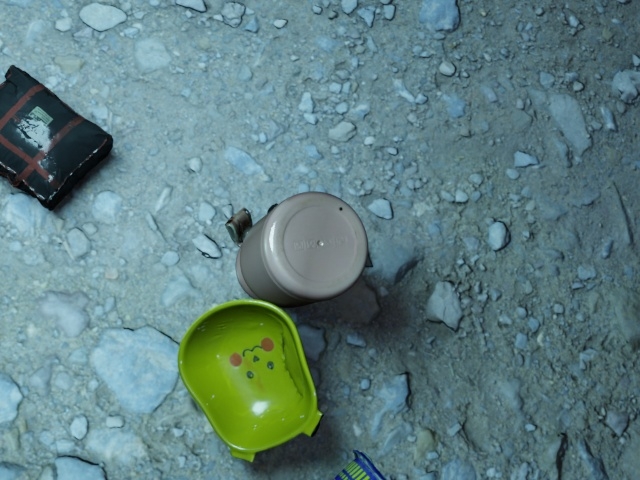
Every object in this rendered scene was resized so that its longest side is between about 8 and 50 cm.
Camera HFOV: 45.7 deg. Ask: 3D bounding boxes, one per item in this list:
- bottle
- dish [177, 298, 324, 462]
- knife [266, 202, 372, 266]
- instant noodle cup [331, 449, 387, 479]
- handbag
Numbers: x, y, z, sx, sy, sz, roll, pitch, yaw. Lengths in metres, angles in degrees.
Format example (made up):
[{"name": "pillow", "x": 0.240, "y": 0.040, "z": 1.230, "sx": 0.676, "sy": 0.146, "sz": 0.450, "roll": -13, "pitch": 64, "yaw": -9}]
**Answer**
[{"name": "bottle", "x": -0.058, "y": 0.015, "z": 1.286, "sx": 0.173, "sy": 0.297, "sz": 0.206, "roll": -43, "pitch": 96, "yaw": -20}, {"name": "dish", "x": -0.107, "y": 0.227, "z": 1.305, "sx": 0.221, "sy": 0.108, "sz": 0.263, "roll": -27, "pitch": 85, "yaw": 13}, {"name": "knife", "x": 0.000, "y": 0.000, "z": 1.450, "sx": 0.230, "sy": 0.028, "sz": 0.060, "roll": 24, "pitch": 85, "yaw": -12}, {"name": "instant noodle cup", "x": 0.017, "y": 0.544, "z": 1.221, "sx": 0.312, "sy": 0.284, "sz": 0.284, "roll": -34, "pitch": 88, "yaw": -11}, {"name": "handbag", "x": -0.486, "y": -0.169, "z": 1.285, "sx": 0.215, "sy": 0.155, "sz": 0.169, "roll": 38, "pitch": 78, "yaw": -7}]
